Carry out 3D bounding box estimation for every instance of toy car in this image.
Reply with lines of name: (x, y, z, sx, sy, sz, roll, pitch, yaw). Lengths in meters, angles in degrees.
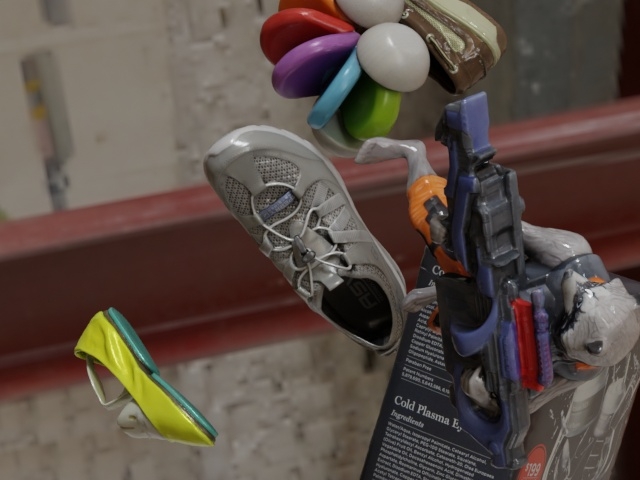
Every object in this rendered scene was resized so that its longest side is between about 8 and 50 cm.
toy car: (0.010, -0.177, 1.740, 0.159, 0.136, 0.182, -50, -130, 45)

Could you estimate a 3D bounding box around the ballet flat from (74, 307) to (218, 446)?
ballet flat: (-0.192, 0.163, 1.889, 0.231, 0.077, 0.077, 45, -3, 39)

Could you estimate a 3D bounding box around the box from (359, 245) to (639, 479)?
box: (0.225, 0.179, 2.051, 0.179, 0.343, 0.313, 18, -81, 28)

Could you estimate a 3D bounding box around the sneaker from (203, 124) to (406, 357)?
sneaker: (0.000, 0.000, 1.710, 0.281, 0.105, 0.115, 44, 14, -27)

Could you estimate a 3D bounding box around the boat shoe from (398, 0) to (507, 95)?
boat shoe: (0.063, -0.240, 1.825, 0.257, 0.095, 0.095, 33, -19, 12)

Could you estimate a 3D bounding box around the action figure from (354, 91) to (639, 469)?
action figure: (0.163, 0.001, 1.551, 0.330, 0.178, 0.341, 37, -42, 51)
